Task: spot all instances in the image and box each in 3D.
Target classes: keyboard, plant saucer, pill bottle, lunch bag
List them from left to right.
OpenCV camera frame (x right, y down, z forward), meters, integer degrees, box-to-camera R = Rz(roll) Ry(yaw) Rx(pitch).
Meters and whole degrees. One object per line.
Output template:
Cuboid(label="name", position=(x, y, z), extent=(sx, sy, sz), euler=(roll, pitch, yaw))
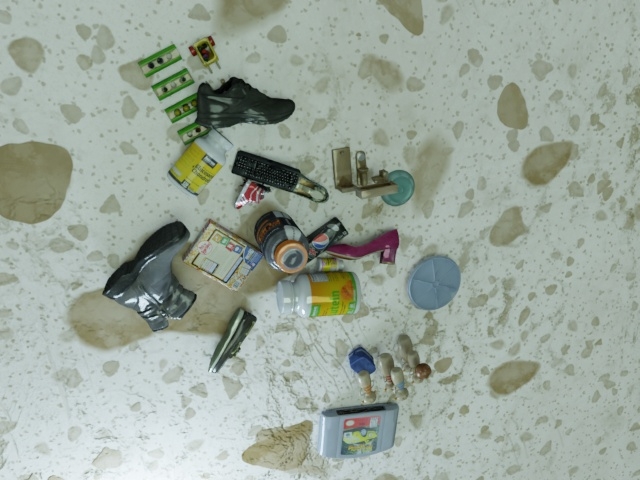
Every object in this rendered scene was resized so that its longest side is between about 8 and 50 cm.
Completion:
Cuboid(label="pill bottle", position=(-0.326, -0.216, 1.567), extent=(0.103, 0.103, 0.184), euler=(39, 95, -25))
Cuboid(label="keyboard", position=(-0.160, -0.184, 1.634), extent=(0.192, 0.038, 0.100), euler=(17, 103, -1))
Cuboid(label="pill bottle", position=(-0.107, 0.008, 1.634), extent=(0.130, 0.246, 0.130), euler=(-6, 110, -15))
Cuboid(label="pill bottle", position=(-0.008, 0.170, 1.783), extent=(0.245, 0.136, 0.136), euler=(-2, 110, -16))
Cuboid(label="pill bottle", position=(0.031, 0.078, 1.813), extent=(0.083, 0.043, 0.043), euler=(1, 109, -18))
Cuboid(label="lunch bag", position=(0.139, 0.412, 1.955), extent=(0.067, 0.065, 0.098), euler=(-35, 118, 14))
Cuboid(label="plant saucer", position=(0.247, -0.163, 1.803), extent=(0.119, 0.021, 0.119), euler=(-5, 110, -14))

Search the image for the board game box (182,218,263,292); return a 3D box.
Cuboid(label="board game box", position=(-0.289, 0.047, 1.704), extent=(0.193, 0.045, 0.147), euler=(34, 97, -24))

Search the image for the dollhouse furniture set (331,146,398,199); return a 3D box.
Cuboid(label="dollhouse furniture set", position=(0.129, -0.205, 1.682), extent=(0.144, 0.151, 0.123), euler=(-12, 112, -15))

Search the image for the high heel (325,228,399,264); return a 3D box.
Cuboid(label="high heel", position=(0.133, 0.006, 1.812), extent=(0.244, 0.082, 0.117), euler=(7, 83, -8))

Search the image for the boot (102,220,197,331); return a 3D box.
Cuboid(label="boot", position=(-0.435, 0.106, 1.637), extent=(0.338, 0.118, 0.223), euler=(-37, 119, 22))

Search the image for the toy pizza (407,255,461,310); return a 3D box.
Cuboid(label="toy pizza", position=(0.386, 0.144, 1.950), extent=(0.201, 0.032, 0.201), euler=(-6, 110, -16))

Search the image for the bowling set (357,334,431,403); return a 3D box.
Cuboid(label="bowling set", position=(0.277, 0.462, 1.897), extent=(0.287, 0.200, 0.154), euler=(-32, 120, -31))

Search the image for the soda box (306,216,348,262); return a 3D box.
Cuboid(label="soda box", position=(0.000, 0.000, 1.766), extent=(0.169, 0.060, 0.053), euler=(-36, 115, -2))

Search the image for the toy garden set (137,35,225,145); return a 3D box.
Cuboid(label="toy garden set", position=(-0.333, -0.406, 1.525), extent=(0.204, 0.049, 0.244), euler=(-29, 115, -5))

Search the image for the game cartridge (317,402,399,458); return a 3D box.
Cuboid(label="game cartridge", position=(0.137, 0.691, 2.063), extent=(0.294, 0.060, 0.196), euler=(-2, 114, -16))

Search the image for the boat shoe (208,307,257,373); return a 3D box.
Cuboid(label="boat shoe", position=(-0.277, 0.325, 1.788), extent=(0.068, 0.081, 0.228), euler=(27, 97, -19))

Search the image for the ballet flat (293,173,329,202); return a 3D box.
Cuboid(label="ballet flat", position=(-0.054, -0.160, 1.690), extent=(0.188, 0.070, 0.070), euler=(18, 103, -21))

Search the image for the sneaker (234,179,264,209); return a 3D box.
Cuboid(label="sneaker", position=(-0.203, -0.118, 1.643), extent=(0.067, 0.042, 0.118), euler=(30, 135, -6))

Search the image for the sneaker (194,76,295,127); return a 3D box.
Cuboid(label="sneaker", position=(-0.196, -0.372, 1.528), extent=(0.286, 0.109, 0.130), euler=(-11, 111, -30))
